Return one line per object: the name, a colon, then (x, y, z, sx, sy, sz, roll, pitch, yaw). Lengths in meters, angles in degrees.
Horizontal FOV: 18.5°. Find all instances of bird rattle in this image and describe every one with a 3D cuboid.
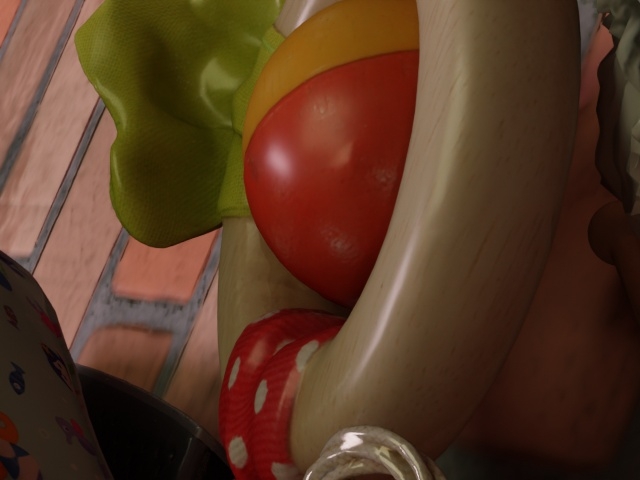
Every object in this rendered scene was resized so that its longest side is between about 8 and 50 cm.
bird rattle: (0.000, 0.000, 0.512, 0.207, 0.143, 0.253, 121, 163, -47)

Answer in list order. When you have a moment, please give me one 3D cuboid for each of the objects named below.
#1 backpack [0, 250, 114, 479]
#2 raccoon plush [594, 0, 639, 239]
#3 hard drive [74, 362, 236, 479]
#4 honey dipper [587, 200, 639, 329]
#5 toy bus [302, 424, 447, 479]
backpack: (-0.196, 0.065, 0.595, 0.191, 0.253, 0.225, -56, 27, 13)
raccoon plush: (0.222, -0.082, 0.273, 0.446, 0.216, 0.299, 99, 155, -45)
hard drive: (-0.110, 0.131, 0.728, 0.254, 0.054, 0.172, 4, 70, 61)
honey dipper: (0.089, 0.039, 0.482, 0.030, 0.030, 0.161, -51, 26, 23)
toy bus: (0.021, 0.152, 0.347, 0.202, 0.104, 0.191, 19, 105, 43)
